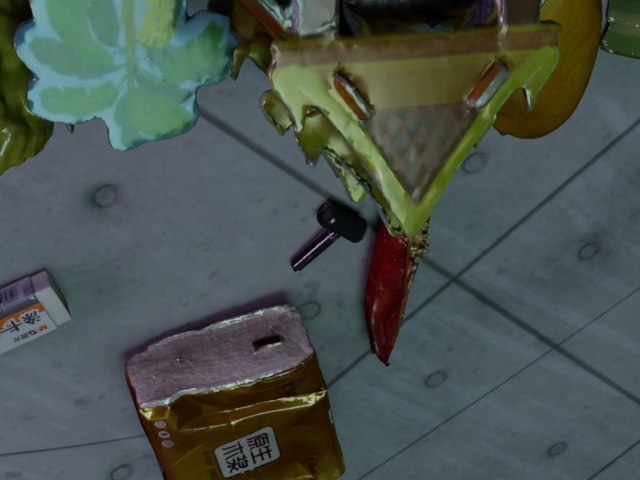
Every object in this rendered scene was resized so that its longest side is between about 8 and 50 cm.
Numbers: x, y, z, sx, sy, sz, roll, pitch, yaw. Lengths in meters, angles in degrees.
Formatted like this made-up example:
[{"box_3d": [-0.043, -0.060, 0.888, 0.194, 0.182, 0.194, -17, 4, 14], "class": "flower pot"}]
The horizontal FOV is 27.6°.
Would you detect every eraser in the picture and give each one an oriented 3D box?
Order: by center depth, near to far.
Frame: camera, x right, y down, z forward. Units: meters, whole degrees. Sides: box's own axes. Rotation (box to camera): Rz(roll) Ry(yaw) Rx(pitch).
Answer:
[{"box_3d": [-0.285, 0.072, 1.147, 0.122, 0.029, 0.052, -23, 138, -2], "class": "eraser"}]

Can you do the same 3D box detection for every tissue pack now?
[{"box_3d": [-0.082, 0.177, 1.306, 0.183, 0.092, 0.226, -20, 140, -8], "class": "tissue pack"}]

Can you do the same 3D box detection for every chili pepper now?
[{"box_3d": [0.073, 0.030, 1.270, 0.050, 0.059, 0.268, 19, 135, 8], "class": "chili pepper"}]

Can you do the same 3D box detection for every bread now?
[{"box_3d": [0.330, -0.183, 1.153, 0.139, 0.084, 0.074, -9, 136, -17], "class": "bread"}]

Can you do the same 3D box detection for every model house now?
[{"box_3d": [-0.008, -0.144, 0.840, 0.357, 0.242, 0.313, -8, 112, -22], "class": "model house"}]

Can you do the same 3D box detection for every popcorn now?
[{"box_3d": [-0.245, -0.115, 0.889, 0.142, 0.173, 0.173, -22, 139, 12], "class": "popcorn"}]

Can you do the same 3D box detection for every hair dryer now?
[{"box_3d": [0.000, 0.000, 1.222, 0.047, 0.026, 0.083, 27, 124, -39], "class": "hair dryer"}]

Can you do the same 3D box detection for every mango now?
[{"box_3d": [0.165, -0.170, 1.070, 0.147, 0.109, 0.227, -39, 142, -23], "class": "mango"}]
